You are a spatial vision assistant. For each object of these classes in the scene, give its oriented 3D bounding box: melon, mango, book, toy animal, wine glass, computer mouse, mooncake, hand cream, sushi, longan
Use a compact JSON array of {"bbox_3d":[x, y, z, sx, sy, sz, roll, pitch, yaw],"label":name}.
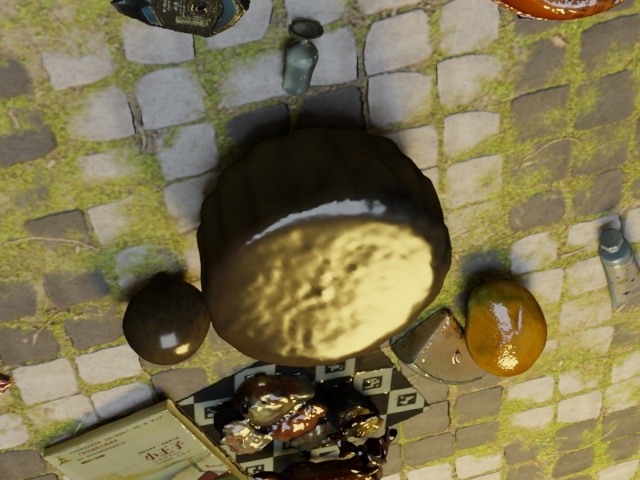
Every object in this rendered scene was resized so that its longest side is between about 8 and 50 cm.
[{"bbox_3d":[0.187,0.167,1.796,0.098,0.054,0.182,-45,135,6],"label":"melon"},{"bbox_3d":[0.253,0.115,1.724,0.115,0.089,0.165,-9,127,-8],"label":"mango"},{"bbox_3d":[-0.239,0.333,1.818,0.201,0.026,0.289,-23,140,12],"label":"book"},{"bbox_3d":[0.034,0.333,1.806,0.243,0.087,0.260,-25,155,22],"label":"toy animal"},{"bbox_3d":[-0.022,-0.190,1.324,0.039,0.042,0.083,19,136,2],"label":"wine glass"},{"bbox_3d":[-0.135,-0.241,1.223,0.135,0.047,0.079,3,142,-7],"label":"computer mouse"},{"bbox_3d":[0.000,0.000,1.448,0.290,0.161,0.290,-9,137,-9],"label":"mooncake"},{"bbox_3d":[0.414,0.040,1.733,0.065,0.043,0.170,-26,141,8],"label":"hand cream"},{"bbox_3d":[-0.013,0.259,1.803,0.294,0.059,0.292,-27,139,9],"label":"sushi"},{"bbox_3d":[-0.187,0.096,1.538,0.113,0.092,0.113,0,96,1],"label":"longan"}]

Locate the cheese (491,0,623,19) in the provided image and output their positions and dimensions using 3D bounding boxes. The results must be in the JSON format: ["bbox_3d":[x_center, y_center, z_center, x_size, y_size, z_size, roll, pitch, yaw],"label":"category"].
[{"bbox_3d":[0.194,-0.302,1.221,0.329,0.129,0.217,4,138,-8],"label":"cheese"}]

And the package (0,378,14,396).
[{"bbox_3d":[-0.434,0.199,1.604,0.083,0.029,0.059,-44,137,14],"label":"package"}]
